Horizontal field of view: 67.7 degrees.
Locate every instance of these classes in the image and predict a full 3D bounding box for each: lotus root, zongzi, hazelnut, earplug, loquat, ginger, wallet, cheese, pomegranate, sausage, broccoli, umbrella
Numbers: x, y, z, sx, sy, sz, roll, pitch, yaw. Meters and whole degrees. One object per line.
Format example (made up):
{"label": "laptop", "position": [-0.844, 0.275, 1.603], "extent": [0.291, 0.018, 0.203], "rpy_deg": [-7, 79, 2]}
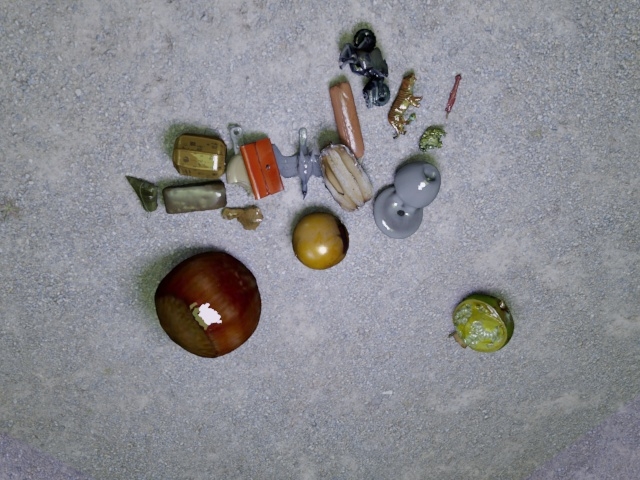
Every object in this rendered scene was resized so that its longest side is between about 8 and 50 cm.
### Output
{"label": "lotus root", "position": [0.081, -0.249, 1.818], "extent": [0.167, 0.078, 0.329], "rpy_deg": [-35, 131, -2]}
{"label": "zongzi", "position": [-0.685, -0.162, 1.821], "extent": [0.130, 0.062, 0.154], "rpy_deg": [20, 127, 7]}
{"label": "hazelnut", "position": [-0.422, 0.247, 1.862], "extent": [0.421, 0.353, 0.421], "rpy_deg": [0, 89, -20]}
{"label": "earplug", "position": [0.343, -0.160, 1.865], "extent": [0.214, 0.175, 0.325], "rpy_deg": [25, 108, -14]}
{"label": "loquat", "position": [0.000, 0.000, 1.867], "extent": [0.235, 0.235, 0.235], "rpy_deg": [-2, 113, -6]}
{"label": "ginger", "position": [-0.303, -0.085, 1.882], "extent": [0.165, 0.067, 0.096], "rpy_deg": [1, 113, 7]}
{"label": "wallet", "position": [-0.212, -0.264, 1.756], "extent": [0.142, 0.045, 0.204], "rpy_deg": [-28, 108, -43]}
{"label": "cheese", "position": [-0.273, -0.293, 1.782], "extent": [0.163, 0.071, 0.249], "rpy_deg": [5, 89, -38]}
{"label": "pomegranate", "position": [0.700, 0.377, 2.114], "extent": [0.260, 0.260, 0.341], "rpy_deg": [21, 140, -15]}
{"label": "sausage", "position": [0.099, -0.439, 1.766], "extent": [0.086, 0.086, 0.289], "rpy_deg": [-16, 115, 0]}
{"label": "broccoli", "position": [0.429, -0.383, 1.829], "extent": [0.097, 0.092, 0.095], "rpy_deg": [-8, 128, -23]}
{"label": "umbrella", "position": [0.500, -0.543, 1.804], "extent": [0.027, 0.025, 0.165], "rpy_deg": [17, 108, 7]}

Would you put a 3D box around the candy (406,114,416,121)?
{"label": "candy", "position": [0.329, -0.453, 1.824], "extent": [0.083, 0.025, 0.023], "rpy_deg": [-32, 130, 14]}

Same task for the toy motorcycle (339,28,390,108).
{"label": "toy motorcycle", "position": [0.155, -0.597, 1.680], "extent": [0.159, 0.106, 0.270], "rpy_deg": [-24, 108, -20]}

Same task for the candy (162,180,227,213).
{"label": "candy", "position": [-0.473, -0.165, 1.805], "extent": [0.234, 0.102, 0.104], "rpy_deg": [-5, 113, -4]}

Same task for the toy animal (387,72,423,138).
{"label": "toy animal", "position": [0.313, -0.498, 1.781], "extent": [0.099, 0.057, 0.241], "rpy_deg": [29, 113, 9]}

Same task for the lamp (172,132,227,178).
{"label": "lamp", "position": [-0.433, -0.306, 1.724], "extent": [0.185, 0.161, 0.161], "rpy_deg": [7, 112, -11]}

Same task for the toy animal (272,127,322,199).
{"label": "toy animal", "position": [-0.069, -0.291, 1.817], "extent": [0.239, 0.176, 0.255], "rpy_deg": [1, 78, -11]}
